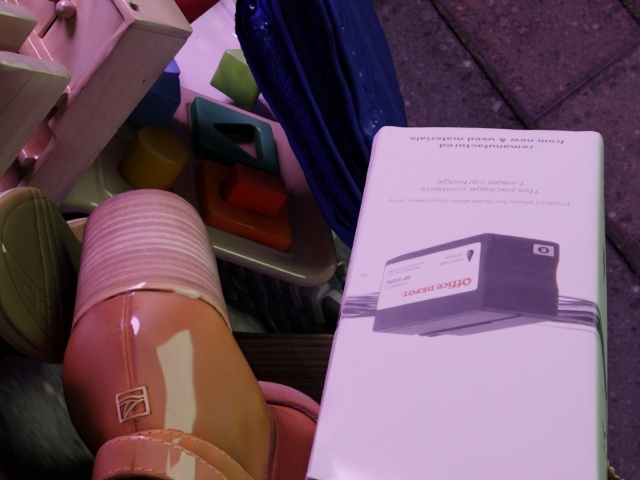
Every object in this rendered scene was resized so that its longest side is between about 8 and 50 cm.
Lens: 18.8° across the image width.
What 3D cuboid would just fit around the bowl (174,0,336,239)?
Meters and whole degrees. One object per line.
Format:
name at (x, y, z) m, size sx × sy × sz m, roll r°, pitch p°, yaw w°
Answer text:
bowl at (-0.069, -0.110, 1.550) m, size 0.298 × 0.134 × 0.298 m, roll 40°, pitch 12°, yaw -10°

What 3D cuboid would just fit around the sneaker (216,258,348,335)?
sneaker at (0.000, 0.000, 1.359) m, size 0.229 × 0.132 × 0.086 m, roll 30°, pitch -30°, yaw 28°

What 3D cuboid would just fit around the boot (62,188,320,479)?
boot at (-0.042, 0.141, 0.872) m, size 0.220 × 0.109 × 0.283 m, roll -98°, pitch 177°, yaw -47°

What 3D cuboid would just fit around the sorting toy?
sorting toy at (-0.084, -0.059, 1.295) m, size 0.196 × 0.047 × 0.347 m, roll 15°, pitch 35°, yaw -20°

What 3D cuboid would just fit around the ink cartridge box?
ink cartridge box at (0.077, 0.113, 0.959) m, size 0.307 × 0.129 × 0.223 m, roll -76°, pitch 165°, yaw -57°

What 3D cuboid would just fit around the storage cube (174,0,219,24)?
storage cube at (-0.179, -0.184, 1.181) m, size 0.183 × 0.193 × 0.215 m, roll 51°, pitch 8°, yaw -16°

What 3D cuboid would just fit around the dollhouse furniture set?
dollhouse furniture set at (-0.213, -0.096, 0.965) m, size 0.242 × 0.161 × 0.212 m, roll 6°, pitch 42°, yaw -49°

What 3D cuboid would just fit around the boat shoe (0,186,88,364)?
boat shoe at (-0.148, 0.021, 0.899) m, size 0.223 × 0.073 × 0.080 m, roll 12°, pitch 71°, yaw -85°

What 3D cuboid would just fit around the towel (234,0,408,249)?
towel at (-0.004, -0.136, 1.344) m, size 0.308 × 0.076 × 0.227 m, roll -95°, pitch 163°, yaw -63°

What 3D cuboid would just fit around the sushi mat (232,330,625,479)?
sushi mat at (0.061, 0.116, 1.270) m, size 0.151 × 0.019 × 0.316 m, roll 49°, pitch -25°, yaw -21°
